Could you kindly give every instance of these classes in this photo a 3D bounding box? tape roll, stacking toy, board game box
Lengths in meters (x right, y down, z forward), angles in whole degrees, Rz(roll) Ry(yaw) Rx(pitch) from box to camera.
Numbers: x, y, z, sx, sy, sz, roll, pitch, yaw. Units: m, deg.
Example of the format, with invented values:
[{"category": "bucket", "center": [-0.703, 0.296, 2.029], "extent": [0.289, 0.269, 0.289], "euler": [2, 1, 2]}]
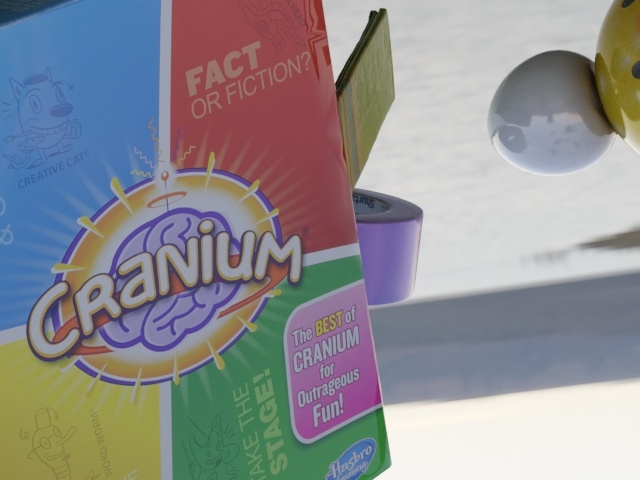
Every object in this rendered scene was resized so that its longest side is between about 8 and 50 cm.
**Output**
[{"category": "tape roll", "center": [0.000, 0.000, 1.397], "extent": [0.189, 0.080, 0.189], "euler": [7, -168, -1]}, {"category": "stacking toy", "center": [0.365, -0.156, 1.286], "extent": [0.480, 0.350, 0.351], "euler": [-20, 171, 27]}, {"category": "board game box", "center": [-0.086, 0.025, 0.708], "extent": [0.064, 0.316, 0.242], "euler": [16, -145, 43]}]

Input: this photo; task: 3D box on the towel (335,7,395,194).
[{"category": "towel", "center": [0.033, -0.119, 1.320], "extent": [0.021, 0.102, 0.237], "euler": [3, -149, 14]}]
